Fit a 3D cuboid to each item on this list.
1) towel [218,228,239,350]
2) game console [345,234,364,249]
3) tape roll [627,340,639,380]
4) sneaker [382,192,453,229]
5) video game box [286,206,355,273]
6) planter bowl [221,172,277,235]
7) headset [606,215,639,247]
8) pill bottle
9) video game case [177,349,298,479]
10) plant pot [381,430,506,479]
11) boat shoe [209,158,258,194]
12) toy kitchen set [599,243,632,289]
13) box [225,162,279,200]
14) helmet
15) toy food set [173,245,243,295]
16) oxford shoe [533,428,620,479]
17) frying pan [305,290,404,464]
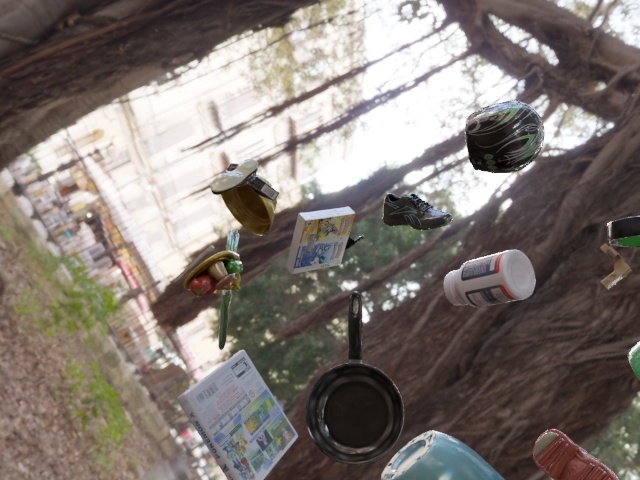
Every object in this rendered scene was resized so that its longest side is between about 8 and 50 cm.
[{"bbox_3d":[-0.296,0.151,2.153,0.324,0.038,0.247,-95,-167,-53],"label":"towel"},{"bbox_3d":[0.066,0.002,2.230,0.122,0.107,0.071,-33,-90,39],"label":"game console"},{"bbox_3d":[0.843,0.342,1.493,0.077,0.321,0.321,-52,-121,24],"label":"tape roll"},{"bbox_3d":[0.305,-0.095,2.167,0.267,0.101,0.106,8,-72,42],"label":"sneaker"},{"bbox_3d":[0.000,0.000,2.063,0.048,0.187,0.205,45,-46,38],"label":"video game box"},{"bbox_3d":[-0.193,-0.128,1.972,0.217,0.090,0.217,34,-33,26],"label":"planter bowl"},{"bbox_3d":[0.891,-0.052,1.581,0.394,0.243,0.185,-3,-99,34],"label":"headset"},{"bbox_3d":[0.363,0.089,1.459,0.180,0.108,0.107,-20,-79,50],"label":"pill bottle"},{"bbox_3d":[-0.209,0.476,1.781,0.299,0.036,0.329,57,22,2],"label":"video game case"},{"bbox_3d":[0.293,0.619,1.653,0.235,0.293,0.293,50,-17,3],"label":"plant pot"},{"bbox_3d":[-0.184,-0.129,1.437,0.049,0.133,0.042,32,-42,22],"label":"boat shoe"},{"bbox_3d":[0.688,0.058,1.609,0.068,0.075,0.083,26,25,-54],"label":"toy kitchen set"},{"bbox_3d":[-0.169,-0.145,1.637,0.116,0.029,0.162,36,-2,-17],"label":"box"},{"bbox_3d":[0.419,-0.231,1.501,0.162,0.169,0.169,-8,-61,26],"label":"helmet"},{"bbox_3d":[-0.224,0.087,1.449,0.071,0.128,0.218,51,3,13],"label":"toy food set"},{"bbox_3d":[0.667,0.600,1.596,0.147,0.140,0.397,34,11,-17],"label":"oxford shoe"},{"bbox_3d":[0.046,0.288,1.353,0.053,0.197,0.326,62,6,-69],"label":"frying pan"}]
